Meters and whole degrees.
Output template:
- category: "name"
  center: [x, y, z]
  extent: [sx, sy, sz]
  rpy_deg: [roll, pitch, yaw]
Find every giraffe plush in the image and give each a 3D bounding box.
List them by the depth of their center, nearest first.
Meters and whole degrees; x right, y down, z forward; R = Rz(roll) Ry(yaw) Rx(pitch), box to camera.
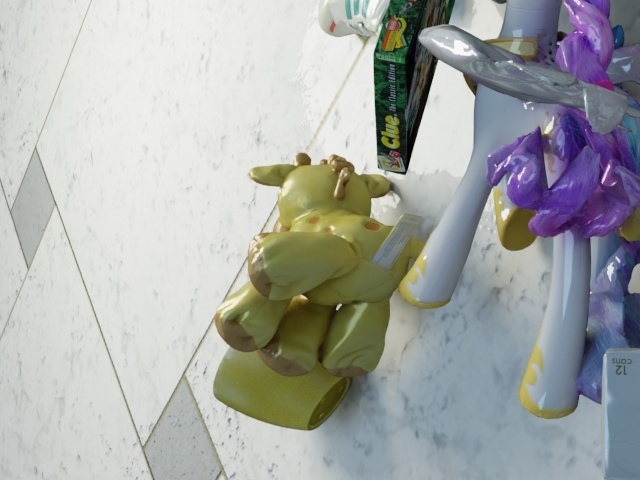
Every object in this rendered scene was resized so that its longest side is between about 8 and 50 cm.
- category: "giraffe plush"
  center: [0.000, 0.000, 1.011]
  extent: [0.210, 0.181, 0.170]
  rpy_deg: [-44, 38, 21]

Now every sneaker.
- category: "sneaker"
  center: [0.051, -0.218, 1.062]
  extent: [0.161, 0.057, 0.075]
  rpy_deg: [-20, 64, 49]

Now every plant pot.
- category: "plant pot"
  center: [-0.026, 0.132, 1.084]
  extent: [0.095, 0.134, 0.134]
  rpy_deg: [35, 118, 21]

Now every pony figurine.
- category: "pony figurine"
  center: [0.170, -0.077, 0.732]
  extent: [0.351, 0.302, 0.364]
  rpy_deg: [-136, 43, -58]

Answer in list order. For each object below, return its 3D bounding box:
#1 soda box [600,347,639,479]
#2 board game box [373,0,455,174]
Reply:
- category: "soda box"
  center: [0.266, 0.099, 0.605]
  extent: [0.216, 0.069, 0.074]
  rpy_deg: [1, 86, 16]
- category: "board game box"
  center: [0.085, -0.195, 0.879]
  extent: [0.136, 0.030, 0.260]
  rpy_deg: [79, -156, -54]
